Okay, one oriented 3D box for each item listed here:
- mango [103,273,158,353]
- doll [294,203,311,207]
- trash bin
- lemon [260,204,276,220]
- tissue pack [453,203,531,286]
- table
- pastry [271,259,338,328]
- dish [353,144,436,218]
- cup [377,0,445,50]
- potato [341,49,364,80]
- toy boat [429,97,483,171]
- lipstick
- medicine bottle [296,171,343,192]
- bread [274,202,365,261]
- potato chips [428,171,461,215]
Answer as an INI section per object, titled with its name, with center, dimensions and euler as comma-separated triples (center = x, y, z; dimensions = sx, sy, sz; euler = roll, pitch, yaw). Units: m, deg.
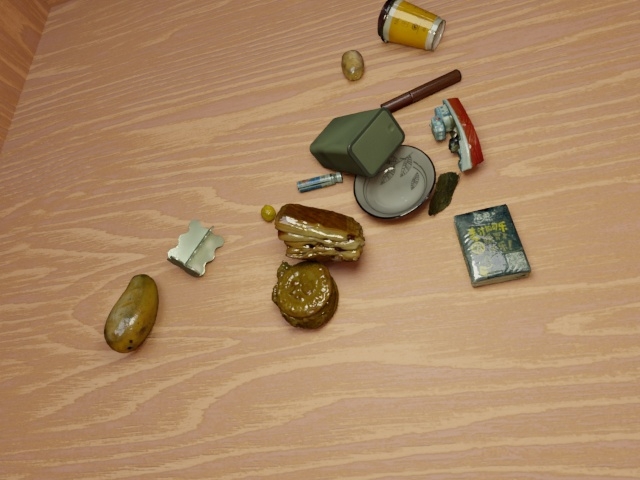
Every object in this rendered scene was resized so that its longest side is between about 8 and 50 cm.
[mango]
center = -0.737, 0.285, 1.595
dimensions = 0.176, 0.175, 0.329
euler = 16, 51, -1
[doll]
center = -0.068, -0.093, 1.624
dimensions = 0.135, 0.071, 0.113
euler = 16, 53, 15
[trash bin]
center = 0.123, -0.385, 1.556
dimensions = 0.223, 0.158, 0.343
euler = -50, 32, -9
[lemon]
center = -0.218, -0.116, 1.671
dimensions = 0.062, 0.062, 0.083
euler = -25, 64, 4
[tissue pack]
center = 0.578, 0.015, 1.365
dimensions = 0.185, 0.081, 0.257
euler = -12, 63, 10
[table]
center = -0.508, 0.029, 1.647
dimensions = 0.166, 0.166, 0.198
euler = 19, 65, 23
[pastry]
center = -0.053, 0.199, 1.453
dimensions = 0.235, 0.132, 0.240
euler = -1, 59, 25
[dish]
center = 0.287, -0.207, 1.534
dimensions = 0.316, 0.106, 0.316
euler = -9, 65, 19
[cup]
center = 0.409, -0.971, 1.815
dimensions = 0.279, 0.196, 0.196
euler = 28, 77, 17
[potato]
center = 0.151, -0.819, 1.871
dimensions = 0.107, 0.080, 0.170
euler = -16, 58, 10
[toy boat]
center = 0.511, -0.392, 1.533
dimensions = 0.133, 0.145, 0.332
euler = -16, 57, 9
[lipstick]
center = 0.430, -0.635, 1.719
dimensions = 0.356, 0.057, 0.057
euler = -25, 62, 5
[medicine bottle]
center = -0.003, -0.244, 1.673
dimensions = 0.191, 0.051, 0.051
euler = -12, 64, 10
[bread]
center = -0.008, -0.014, 1.455
dimensions = 0.324, 0.277, 0.167
euler = 14, 109, -1
[potato chips]
center = 0.451, -0.180, 1.469
dimensions = 0.209, 0.142, 0.026
euler = -35, 33, -26
